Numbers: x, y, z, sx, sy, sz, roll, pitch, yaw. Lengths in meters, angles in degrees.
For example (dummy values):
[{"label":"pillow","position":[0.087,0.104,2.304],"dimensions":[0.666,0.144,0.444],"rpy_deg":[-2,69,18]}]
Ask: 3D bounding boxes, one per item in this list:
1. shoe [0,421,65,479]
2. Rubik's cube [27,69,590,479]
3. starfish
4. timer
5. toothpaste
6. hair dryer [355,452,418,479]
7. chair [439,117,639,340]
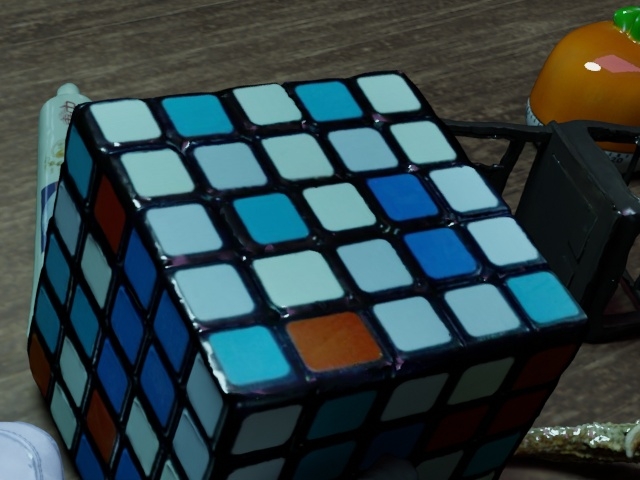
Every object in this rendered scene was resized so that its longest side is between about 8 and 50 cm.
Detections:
[{"label":"shoe","position":[-0.181,0.132,0.556],"dimensions":[0.095,0.137,0.245],"rpy_deg":[29,39,10]},{"label":"Rubik's cube","position":[-0.016,0.048,0.671],"dimensions":[0.187,0.182,0.184],"rpy_deg":[-9,50,-28]},{"label":"starfish","position":[0.204,0.102,0.762],"dimensions":[0.238,0.213,0.057],"rpy_deg":[-19,76,14]},{"label":"timer","position":[0.220,-0.117,1.027],"dimensions":[0.136,0.136,0.099],"rpy_deg":[-9,39,-29]},{"label":"toothpaste","position":[-0.146,-0.020,0.842],"dimensions":[0.060,0.038,0.233],"rpy_deg":[1,43,-14]},{"label":"hair dryer","position":[-0.050,0.200,0.488],"dimensions":[0.189,0.106,0.344],"rpy_deg":[31,55,18]},{"label":"chair","position":[0.129,-0.010,0.874],"dimensions":[0.229,0.106,0.113],"rpy_deg":[-1,39,-19]}]
